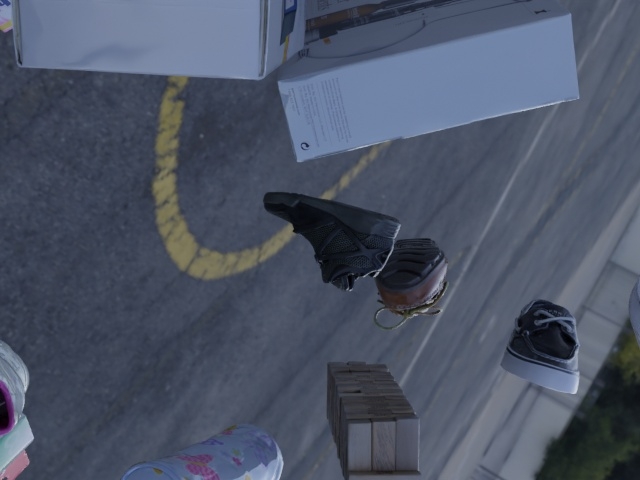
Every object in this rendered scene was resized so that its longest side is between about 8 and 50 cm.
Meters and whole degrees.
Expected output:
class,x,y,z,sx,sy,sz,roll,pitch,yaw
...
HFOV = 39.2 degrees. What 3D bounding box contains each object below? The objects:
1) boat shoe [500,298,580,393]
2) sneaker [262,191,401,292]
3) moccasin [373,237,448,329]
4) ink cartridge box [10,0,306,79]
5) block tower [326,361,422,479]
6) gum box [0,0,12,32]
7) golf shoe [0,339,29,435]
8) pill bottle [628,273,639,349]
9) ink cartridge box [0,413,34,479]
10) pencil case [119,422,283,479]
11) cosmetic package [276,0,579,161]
class,x,y,z,sx,sy,sz,roll,pitch,yaw
boat shoe,0.333,0.144,1.321,0.301,0.108,0.102,-21,128,-76
sneaker,0.000,0.000,1.344,0.087,0.228,0.130,5,102,-65
moccasin,0.163,0.083,1.638,0.380,0.139,0.146,-61,146,-84
ink cartridge box,-0.096,-0.168,0.611,0.212,0.154,0.093,-74,166,-74
block tower,0.065,0.242,1.210,0.335,0.091,0.097,-123,-147,-82
gum box,-0.537,-0.460,1.602,0.188,0.062,0.107,-27,148,12
golf shoe,-0.510,0.151,1.213,0.115,0.140,0.306,-40,122,2
pill bottle,0.347,0.075,0.857,0.094,0.094,0.169,-58,146,-10
ink cartridge box,-0.586,0.419,1.597,0.181,0.056,0.224,-48,154,-35
pencil case,-0.156,0.322,1.204,0.113,0.124,0.273,-66,160,10
cosmetic package,0.100,-0.229,1.018,0.377,0.285,0.097,-94,172,-62
